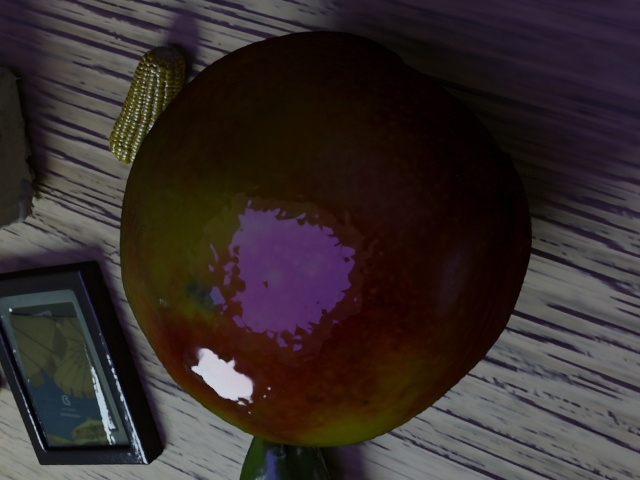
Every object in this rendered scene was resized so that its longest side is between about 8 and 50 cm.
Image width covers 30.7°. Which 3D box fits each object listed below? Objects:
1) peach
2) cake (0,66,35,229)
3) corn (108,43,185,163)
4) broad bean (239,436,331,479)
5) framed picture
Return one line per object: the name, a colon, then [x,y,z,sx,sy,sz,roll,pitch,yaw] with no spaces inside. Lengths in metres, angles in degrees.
peach: [0.000,0.000,0.655,0.231,0.231,0.231,13,117,27]
cake: [-0.301,-0.064,0.873,0.147,0.134,0.135,1,111,22]
corn: [-0.118,-0.091,0.800,0.037,0.037,0.092,35,124,14]
broad bean: [-0.008,0.247,0.862,0.077,0.061,0.339,-10,105,23]
framed picture: [-0.206,0.104,0.948,0.128,0.023,0.168,-8,106,34]
